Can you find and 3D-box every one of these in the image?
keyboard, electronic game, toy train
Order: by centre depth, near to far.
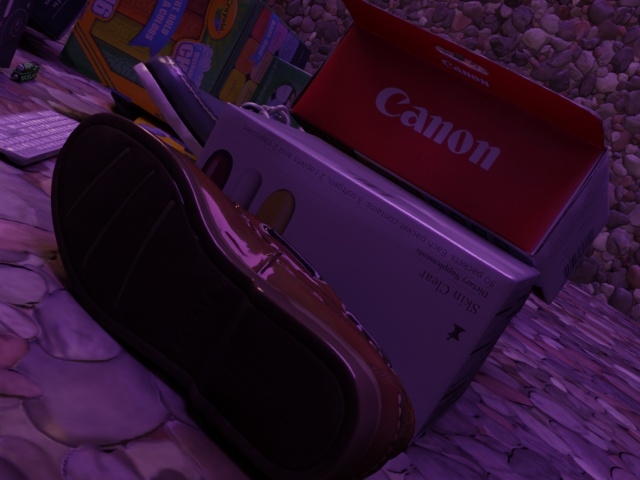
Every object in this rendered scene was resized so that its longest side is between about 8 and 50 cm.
[{"bbox_3d":[-0.289,-0.112,0.777,0.072,0.014,0.256,29,11,-7],"label":"keyboard"},{"bbox_3d":[-0.388,-0.224,1.001,0.017,0.024,0.083,27,11,-12],"label":"toy train"},{"bbox_3d":[-0.218,-0.180,1.183,0.229,0.048,0.229,29,11,-6],"label":"electronic game"}]

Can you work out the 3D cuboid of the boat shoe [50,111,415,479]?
[{"bbox_3d":[-0.066,0.034,0.490,0.307,0.111,0.104,47,14,28],"label":"boat shoe"}]

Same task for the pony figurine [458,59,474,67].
[{"bbox_3d":[0.082,-0.200,1.442,0.350,0.364,0.303,5,30,-30],"label":"pony figurine"}]

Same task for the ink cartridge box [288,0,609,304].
[{"bbox_3d":[0.133,-0.092,0.800,0.309,0.130,0.272,34,-3,27],"label":"ink cartridge box"}]

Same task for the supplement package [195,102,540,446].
[{"bbox_3d":[0.029,0.021,0.652,0.261,0.145,0.204,33,11,18],"label":"supplement package"}]

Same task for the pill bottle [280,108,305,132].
[{"bbox_3d":[0.005,-0.124,1.184,0.264,0.146,0.146,6,23,-37],"label":"pill bottle"}]

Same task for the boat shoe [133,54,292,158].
[{"bbox_3d":[-0.073,-0.108,0.800,0.116,0.099,0.319,54,7,35],"label":"boat shoe"}]

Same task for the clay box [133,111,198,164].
[{"bbox_3d":[-0.171,-0.093,0.892,0.127,0.053,0.222,28,12,-14],"label":"clay box"}]

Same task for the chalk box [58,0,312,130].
[{"bbox_3d":[-0.142,-0.223,0.961,0.288,0.180,0.179,29,3,21],"label":"chalk box"}]

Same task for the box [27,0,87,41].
[{"bbox_3d":[-0.549,-0.545,1.206,0.293,0.212,0.395,30,-10,47],"label":"box"}]

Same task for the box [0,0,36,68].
[{"bbox_3d":[-0.440,-0.302,0.850,0.142,0.163,0.247,29,11,2],"label":"box"}]
